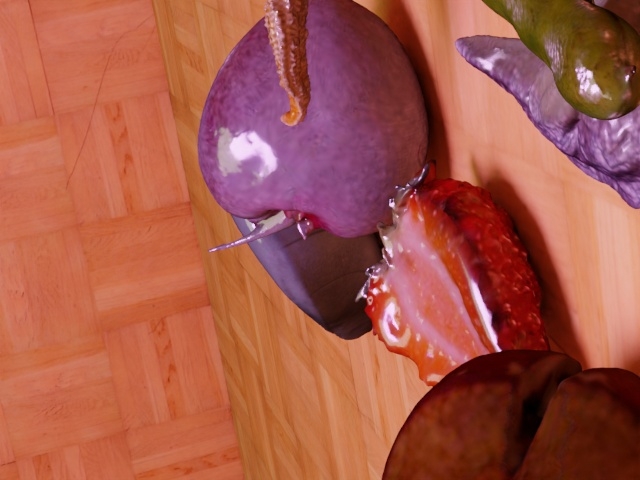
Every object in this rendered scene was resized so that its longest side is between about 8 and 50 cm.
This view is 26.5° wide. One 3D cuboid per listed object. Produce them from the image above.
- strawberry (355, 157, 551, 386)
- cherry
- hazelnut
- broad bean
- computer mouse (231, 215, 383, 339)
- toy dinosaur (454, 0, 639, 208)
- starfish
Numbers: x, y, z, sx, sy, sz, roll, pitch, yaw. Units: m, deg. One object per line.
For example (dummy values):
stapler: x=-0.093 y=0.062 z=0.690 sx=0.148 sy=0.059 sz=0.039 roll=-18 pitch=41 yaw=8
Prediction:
strawberry: x=0.131 y=0.039 z=1.095 sx=0.228 sy=0.098 sz=0.174 roll=41 pitch=128 yaw=50
cherry: x=-0.005 y=-0.100 z=1.263 sx=0.183 sy=0.213 sz=0.266 roll=-93 pitch=14 yaw=-83
hazelnut: x=0.162 y=0.190 z=0.888 sx=0.251 sy=0.217 sz=0.217 roll=32 pitch=140 yaw=38
broad bean: x=0.111 y=-0.132 z=0.750 sx=0.052 sy=0.053 sz=0.256 roll=63 pitch=174 yaw=-37
computer mouse: x=0.000 y=0.000 z=1.508 sx=0.188 sy=0.122 sz=0.371 roll=60 pitch=-178 yaw=18
toy dinosaur: x=0.175 y=-0.090 z=0.783 sx=0.294 sy=0.077 sz=0.162 roll=-120 pitch=28 yaw=-47
starfish: x=-0.030 y=-0.301 z=1.111 sx=0.301 sy=0.084 sz=0.293 roll=58 pitch=-138 yaw=-42
